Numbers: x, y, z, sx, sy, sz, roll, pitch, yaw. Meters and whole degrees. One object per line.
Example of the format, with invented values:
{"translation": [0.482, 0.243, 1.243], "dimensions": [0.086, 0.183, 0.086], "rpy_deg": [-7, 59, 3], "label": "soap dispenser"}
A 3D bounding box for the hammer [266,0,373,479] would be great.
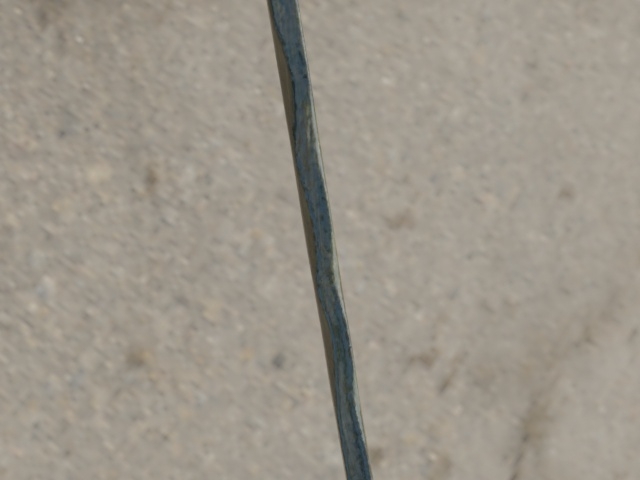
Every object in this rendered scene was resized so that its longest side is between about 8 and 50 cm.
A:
{"translation": [0.000, 0.000, 0.623], "dimensions": [0.029, 0.058, 0.292], "rpy_deg": [-10, 100, -4], "label": "hammer"}
